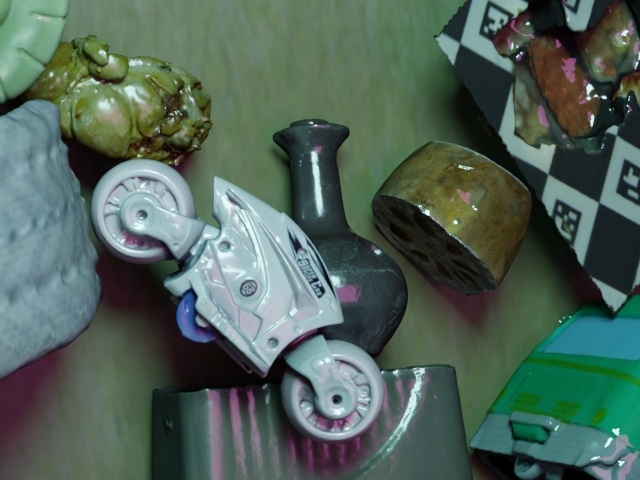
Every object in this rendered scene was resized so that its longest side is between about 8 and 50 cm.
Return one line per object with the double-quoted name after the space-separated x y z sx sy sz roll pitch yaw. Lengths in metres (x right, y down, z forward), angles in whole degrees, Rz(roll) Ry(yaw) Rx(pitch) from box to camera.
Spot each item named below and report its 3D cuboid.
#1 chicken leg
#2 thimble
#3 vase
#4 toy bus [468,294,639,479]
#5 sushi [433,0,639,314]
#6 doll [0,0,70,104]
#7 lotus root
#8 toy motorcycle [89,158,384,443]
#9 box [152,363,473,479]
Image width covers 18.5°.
-0.176 -0.112 1.366 0.228 0.103 0.088 25 103 -22 "chicken leg"
-0.262 0.007 1.268 0.245 0.217 0.157 -21 105 -44 "thimble"
0.000 0.000 1.463 0.120 0.120 0.182 -1 78 -26 "vase"
0.305 0.199 1.582 0.343 0.183 0.199 44 70 -23 "toy bus"
0.225 -0.139 1.570 0.292 0.059 0.294 -48 115 -27 "sushi"
-0.294 -0.224 1.259 0.284 0.216 0.268 7 110 5 "doll"
0.098 -0.022 1.495 0.112 0.122 0.081 35 77 -15 "lotus root"
-0.047 0.033 1.358 0.254 0.112 0.112 43 75 -6 "toy motorcycle"
-0.014 0.189 1.459 0.274 0.138 0.178 -3 86 -26 "box"
